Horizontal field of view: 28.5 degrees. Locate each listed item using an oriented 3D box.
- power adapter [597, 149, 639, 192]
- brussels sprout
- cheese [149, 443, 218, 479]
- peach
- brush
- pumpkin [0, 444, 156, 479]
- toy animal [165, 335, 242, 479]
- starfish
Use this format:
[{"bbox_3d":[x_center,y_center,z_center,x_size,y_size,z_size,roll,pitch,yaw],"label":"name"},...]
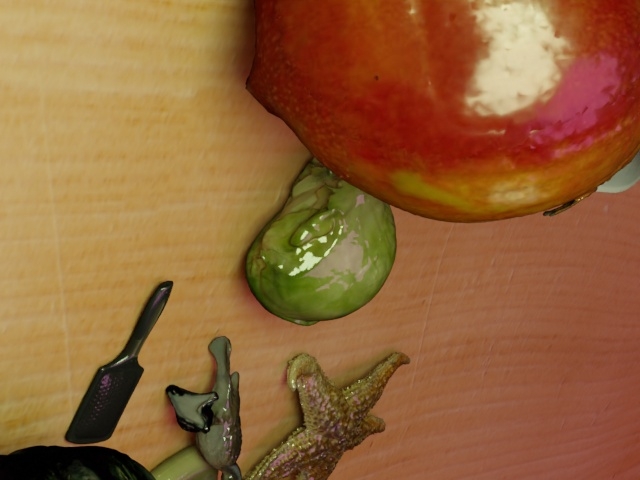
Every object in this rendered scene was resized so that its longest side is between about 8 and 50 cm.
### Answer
[{"bbox_3d":[0.285,-0.158,1.254,0.124,0.255,0.187,0,125,-44],"label":"power adapter"},{"bbox_3d":[0.005,0.005,1.316,0.183,0.131,0.145,-51,125,-8],"label":"brussels sprout"},{"bbox_3d":[-0.192,0.292,1.386,0.192,0.037,0.097,-22,133,-41],"label":"cheese"},{"bbox_3d":[0.116,-0.185,1.096,0.372,0.372,0.290,-63,174,11],"label":"peach"},{"bbox_3d":[-0.194,0.123,1.255,0.063,0.016,0.193,9,111,-56],"label":"brush"},{"bbox_3d":[-0.284,0.274,1.103,0.296,0.296,0.296,-33,141,-32],"label":"pumpkin"},{"bbox_3d":[-0.109,0.210,1.374,0.105,0.070,0.202,-47,135,-42],"label":"toy animal"},{"bbox_3d":[0.013,0.250,1.598,0.302,0.060,0.299,-22,132,-42],"label":"starfish"}]
